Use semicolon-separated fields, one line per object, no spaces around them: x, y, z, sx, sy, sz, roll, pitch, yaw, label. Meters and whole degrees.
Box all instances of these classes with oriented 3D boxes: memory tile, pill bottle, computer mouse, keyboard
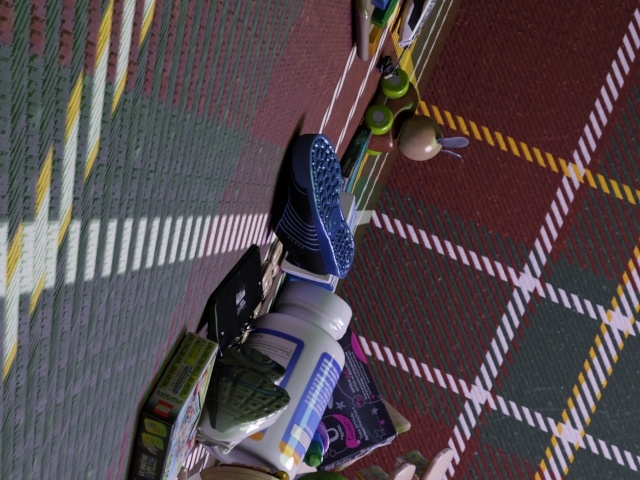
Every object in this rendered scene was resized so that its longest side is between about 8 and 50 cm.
-0.084;0.072;1.735;0.113;0.012;0.148;98;17;-72;memory tile
-0.056;0.201;1.827;0.152;0.152;0.272;103;11;-65;pill bottle
0.145;-0.359;2.092;0.193;0.042;0.106;-62;172;13;computer mouse
-0.108;0.077;1.454;0.192;0.038;0.100;-53;142;-67;keyboard

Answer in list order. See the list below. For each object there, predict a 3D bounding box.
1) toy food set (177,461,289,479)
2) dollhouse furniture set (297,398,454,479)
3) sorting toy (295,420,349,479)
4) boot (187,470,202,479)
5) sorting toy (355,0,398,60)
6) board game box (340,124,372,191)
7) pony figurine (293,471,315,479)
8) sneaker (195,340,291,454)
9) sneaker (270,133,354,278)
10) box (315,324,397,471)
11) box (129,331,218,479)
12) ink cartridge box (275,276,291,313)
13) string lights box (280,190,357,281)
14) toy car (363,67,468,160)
-0.104;0.325;1.715;0.132;0.192;0.038;98;2;-64;toy food set
0.035;0.361;2.527;0.394;0.362;0.256;-11;131;-48;dollhouse furniture set
0.011;0.453;1.890;0.126;0.127;0.365;-117;-164;-73;sorting toy
-0.203;0.420;1.814;0.190;0.069;0.086;-52;174;-41;boot
0.101;-0.346;1.619;0.307;0.041;0.229;76;38;-82;sorting toy
0.043;-0.103;2.238;0.186;0.026;0.126;107;8;-55;board game box
-0.083;0.512;2.101;0.363;0.351;0.302;-47;129;-77;pony figurine
-0.108;0.213;1.550;0.129;0.111;0.297;-61;178;4;sneaker
-0.022;-0.041;1.555;0.232;0.090;0.081;78;30;-44;sneaker
0.008;0.242;2.061;0.142;0.247;0.163;-22;167;-7;box
-0.161;0.201;1.335;0.207;0.036;0.114;108;7;-49;box
-0.039;0.098;2.170;0.207;0.046;0.097;101;15;-71;ink cartridge box
0.000;0.000;1.888;0.259;0.077;0.133;69;37;-84;string lights box
0.179;-0.206;2.279;0.155;0.188;0.149;93;21;-77;toy car
